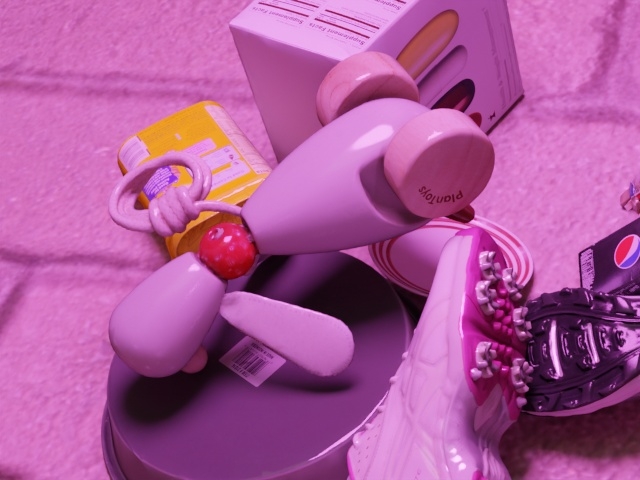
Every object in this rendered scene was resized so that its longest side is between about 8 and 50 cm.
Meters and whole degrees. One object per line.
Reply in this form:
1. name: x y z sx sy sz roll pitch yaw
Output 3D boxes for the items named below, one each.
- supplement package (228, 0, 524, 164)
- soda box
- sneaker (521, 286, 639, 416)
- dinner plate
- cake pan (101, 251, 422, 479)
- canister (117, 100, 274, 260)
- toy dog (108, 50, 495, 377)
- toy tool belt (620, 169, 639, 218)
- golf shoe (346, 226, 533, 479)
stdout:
1. supplement package: 0.058 -0.165 1.444 0.149 0.194 0.203 23 57 36
2. soda box: 0.279 0.005 1.226 0.169 0.060 0.053 -34 45 41
3. sneaker: 0.255 0.082 1.208 0.271 0.108 0.100 -17 59 24
4. dinner plate: 0.109 0.016 1.348 0.141 0.017 0.141 4 34 -3
5. cake pan: -0.047 0.111 1.301 0.293 0.054 0.293 -10 44 9
6. canister: -0.105 -0.049 1.471 0.126 0.073 0.170 -27 42 -10
7. toy dog: 0.000 0.000 1.277 0.334 0.161 0.220 -25 42 18
8. toy tool belt: 0.285 -0.028 1.342 0.051 0.052 0.083 -44 36 18
9. golf shoe: 0.077 0.132 1.164 0.140 0.115 0.306 -9 58 29
